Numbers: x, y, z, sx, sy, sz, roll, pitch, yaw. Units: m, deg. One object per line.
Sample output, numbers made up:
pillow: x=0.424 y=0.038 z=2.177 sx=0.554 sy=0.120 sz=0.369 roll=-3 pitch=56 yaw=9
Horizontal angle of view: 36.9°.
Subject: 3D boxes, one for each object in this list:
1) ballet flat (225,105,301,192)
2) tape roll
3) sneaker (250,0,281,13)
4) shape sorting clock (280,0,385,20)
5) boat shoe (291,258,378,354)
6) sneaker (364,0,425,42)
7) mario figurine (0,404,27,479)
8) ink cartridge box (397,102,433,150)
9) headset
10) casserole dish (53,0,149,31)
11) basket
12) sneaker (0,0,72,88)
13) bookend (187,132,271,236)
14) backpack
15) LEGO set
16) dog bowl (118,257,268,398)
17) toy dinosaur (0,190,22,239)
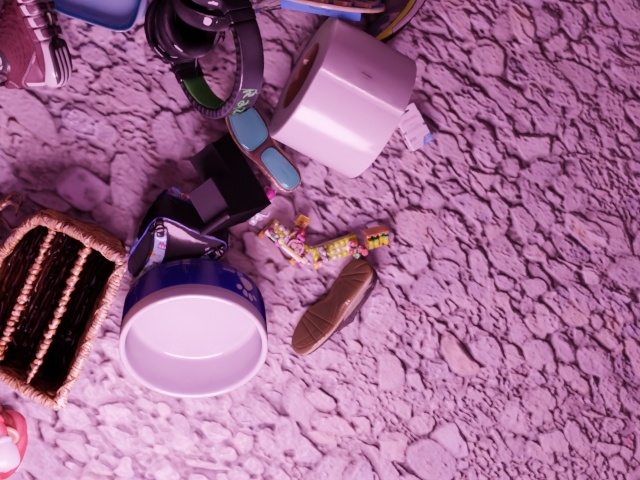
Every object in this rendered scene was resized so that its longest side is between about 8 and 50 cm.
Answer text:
ballet flat: x=-0.114 y=-0.175 z=1.788 sx=0.073 sy=0.067 sz=0.206 roll=-36 pitch=102 yaw=-10
tape roll: x=0.037 y=-0.256 z=1.718 sx=0.169 sy=0.246 sz=0.246 roll=27 pitch=92 yaw=-14
sneaker: x=-0.122 y=-0.446 z=1.757 sx=0.135 sy=0.052 sz=0.058 roll=-15 pitch=92 yaw=-17
shape sorting clock: x=0.013 y=-0.429 z=1.690 sx=0.206 sy=0.206 sz=0.040 roll=3 pitch=116 yaw=-13
boat shoe: x=0.035 y=0.139 z=1.868 sx=0.223 sy=0.080 sz=0.073 roll=-52 pitch=138 yaw=2
sneaker: x=0.153 y=-0.494 z=1.789 sx=0.121 sy=0.111 sz=0.300 roll=33 pitch=85 yaw=-5
mario figurine: x=-0.630 y=0.313 z=1.663 sx=0.170 sy=0.198 sz=0.320 roll=-24 pitch=124 yaw=-5
ink cartridge box: x=0.177 y=-0.222 z=1.866 sx=0.048 sy=0.028 sz=0.083 roll=-32 pitch=105 yaw=-6
headset: x=-0.191 y=-0.409 z=1.667 sx=0.185 sy=0.243 sz=0.394 roll=-20 pitch=85 yaw=-34
casserole dish: x=-0.398 y=-0.440 z=1.697 sx=0.188 sy=0.037 sz=0.114 roll=16 pitch=96 yaw=-14
basket: x=-0.485 y=0.104 z=1.670 sx=0.213 sy=0.223 sz=0.299 roll=25 pitch=94 yaw=-15
sneaker: x=-0.537 y=-0.387 z=1.626 sx=0.162 sy=0.106 sz=0.281 roll=-9 pitch=102 yaw=11
bookend: x=-0.186 y=-0.102 z=1.711 sx=0.072 sy=0.157 sz=0.156 roll=-33 pitch=86 yaw=27
backpack: x=-0.267 y=0.009 z=1.756 sx=0.158 sy=0.117 sz=0.173 roll=23 pitch=129 yaw=-23
LEGO set: x=0.000 y=0.000 z=1.821 sx=0.287 sy=0.107 sz=0.132 roll=18 pitch=95 yaw=-15
dog bowl: x=-0.228 y=0.162 z=1.738 sx=0.265 sy=0.104 sz=0.265 roll=-3 pitch=130 yaw=-3
toy dinosaur: x=-0.582 y=-0.069 z=1.708 sx=0.093 sy=0.053 sz=0.183 roll=11 pitch=97 yaw=-13
